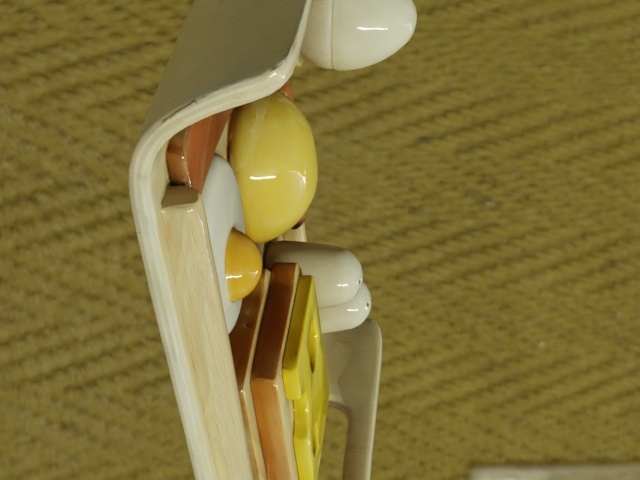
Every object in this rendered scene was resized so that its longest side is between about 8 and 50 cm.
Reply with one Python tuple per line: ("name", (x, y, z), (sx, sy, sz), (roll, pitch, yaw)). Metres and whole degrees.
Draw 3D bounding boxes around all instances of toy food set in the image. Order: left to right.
("toy food set", (0.000, 0.000, 0.581), (0.092, 0.220, 0.306), (-1, 128, 8))
